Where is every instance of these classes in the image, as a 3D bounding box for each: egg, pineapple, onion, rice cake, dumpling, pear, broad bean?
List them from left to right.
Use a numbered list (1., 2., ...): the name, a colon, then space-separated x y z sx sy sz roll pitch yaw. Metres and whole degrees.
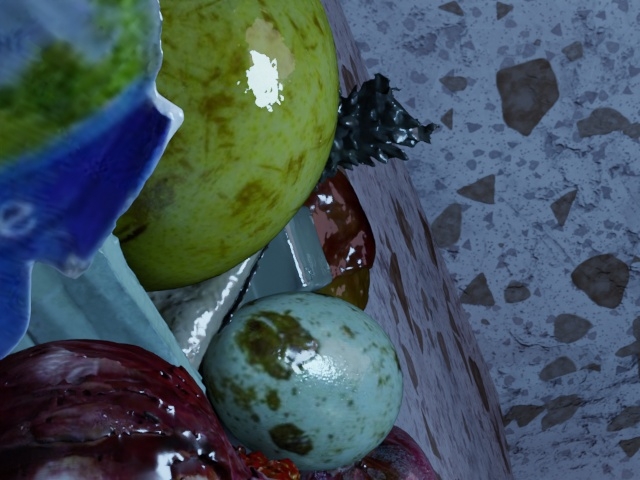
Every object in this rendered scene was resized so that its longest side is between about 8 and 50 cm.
1. rice cake: -0.161 0.054 0.866 0.211 0.124 0.038 57 14 -37
2. onion: -0.099 0.164 0.721 0.252 0.219 0.252 -11 90 -85
3. pear: -0.123 -0.100 0.933 0.283 0.283 0.283 -18 90 -79
4. dumpling: -0.108 0.017 1.084 0.086 0.166 0.332 41 59 -19
5. pineapple: -0.027 -0.089 1.326 0.158 0.278 0.158 -15 90 -80
6. egg: -0.019 0.130 1.302 0.231 0.169 0.169 27 43 -51
7. broad bean: 0.002 -0.001 1.734 0.156 0.122 0.228 -46 114 -80
8. onion: 0.060 0.293 1.475 0.159 0.159 0.195 -87 157 -61

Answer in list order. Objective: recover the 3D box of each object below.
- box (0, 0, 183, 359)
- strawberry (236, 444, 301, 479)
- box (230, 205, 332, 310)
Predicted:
1. box: -0.193 -0.108 0.690 0.206 0.262 0.291 -109 -176 -67
2. strawberry: -0.034 0.271 1.174 0.228 0.098 0.174 -74 145 -70
3. box: -0.051 0.019 1.508 0.172 0.093 0.124 -17 88 -79
